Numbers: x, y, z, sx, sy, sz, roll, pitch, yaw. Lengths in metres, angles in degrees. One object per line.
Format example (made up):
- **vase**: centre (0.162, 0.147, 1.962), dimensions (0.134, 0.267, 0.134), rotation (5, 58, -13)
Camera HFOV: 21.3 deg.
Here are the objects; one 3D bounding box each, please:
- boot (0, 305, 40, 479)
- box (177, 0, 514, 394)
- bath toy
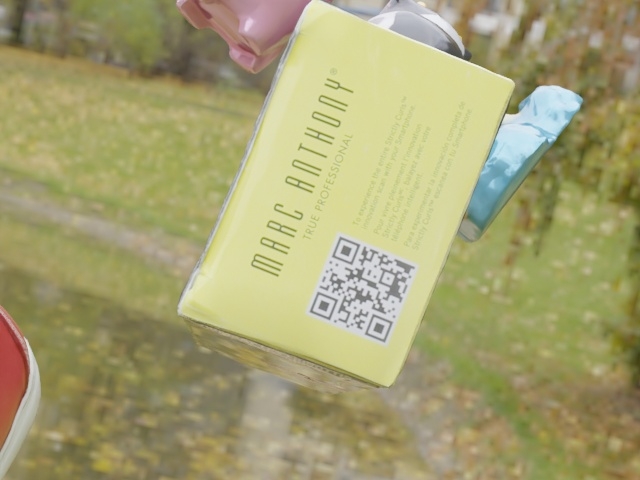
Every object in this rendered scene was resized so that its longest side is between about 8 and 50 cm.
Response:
- **boot**: centre (-0.188, 0.109, 0.656), dimensions (0.088, 0.244, 0.176), rotation (13, -25, 8)
- **box**: centre (0.000, 0.000, 0.516), dimensions (0.058, 0.087, 0.232), rotation (22, -7, -2)
- **bath toy**: centre (-0.008, -0.151, 0.990), dimensions (0.348, 0.129, 0.151), rotation (41, -10, -8)
